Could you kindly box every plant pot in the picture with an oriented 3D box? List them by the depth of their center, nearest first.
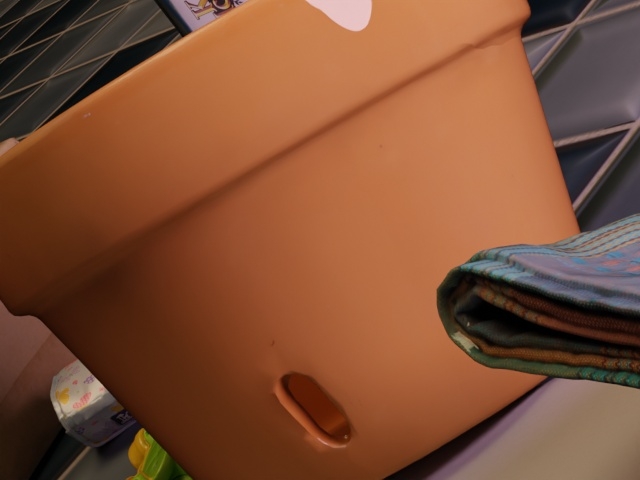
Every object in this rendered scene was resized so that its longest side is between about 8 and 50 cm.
[{"bbox_3d":[0.000,0.000,0.912,0.291,0.203,0.291,-31,0,0],"label":"plant pot"}]

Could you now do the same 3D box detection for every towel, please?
[{"bbox_3d":[0.253,-0.027,0.655,0.370,0.040,0.271,-21,12,-24],"label":"towel"}]

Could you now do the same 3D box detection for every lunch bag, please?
[{"bbox_3d":[-0.134,0.096,1.250,0.071,0.053,0.083,-35,8,0],"label":"lunch bag"}]

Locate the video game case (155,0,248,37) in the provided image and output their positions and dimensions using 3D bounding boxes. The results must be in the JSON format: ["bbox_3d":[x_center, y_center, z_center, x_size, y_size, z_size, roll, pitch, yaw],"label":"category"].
[{"bbox_3d":[-0.096,-0.195,1.578,0.061,0.244,0.269,-39,18,0],"label":"video game case"}]

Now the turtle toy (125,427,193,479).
[{"bbox_3d":[-0.061,0.120,1.028,0.095,0.066,0.130,-54,12,27],"label":"turtle toy"}]

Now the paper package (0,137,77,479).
[{"bbox_3d":[-0.329,0.110,1.390,0.325,0.168,0.309,-26,20,32],"label":"paper package"}]

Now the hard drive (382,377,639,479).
[{"bbox_3d":[0.088,0.132,0.759,0.353,0.047,0.233,-30,20,20],"label":"hard drive"}]
